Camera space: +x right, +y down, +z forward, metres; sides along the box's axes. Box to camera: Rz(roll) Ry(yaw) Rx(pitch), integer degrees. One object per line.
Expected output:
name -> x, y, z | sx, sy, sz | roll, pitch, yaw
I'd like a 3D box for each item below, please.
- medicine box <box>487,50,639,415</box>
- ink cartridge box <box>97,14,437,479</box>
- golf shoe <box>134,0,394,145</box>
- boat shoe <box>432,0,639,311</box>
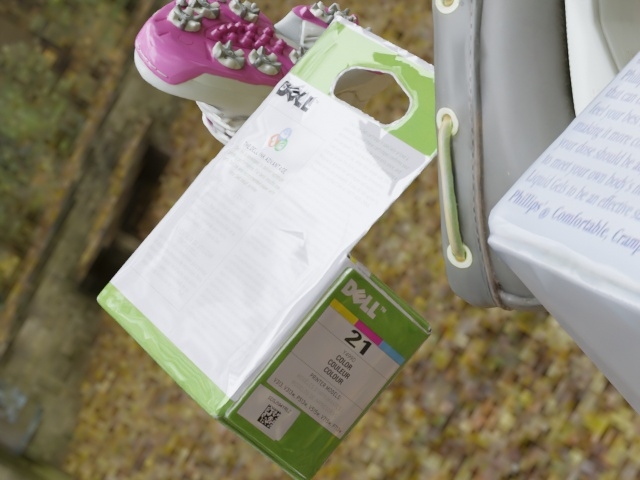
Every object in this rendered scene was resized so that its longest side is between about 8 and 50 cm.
medicine box -> 0.251, -0.006, 0.541 | 0.289, 0.263, 0.149 | -46, 23, -7
ink cartridge box -> 0.000, 0.000, 1.125 | 0.255, 0.097, 0.189 | -50, 38, -3
golf shoe -> -0.052, -0.117, 1.389 | 0.306, 0.115, 0.140 | -4, -43, -56
boat shoe -> 0.081, -0.123, 0.680 | 0.091, 0.109, 0.305 | -7, 87, 28
